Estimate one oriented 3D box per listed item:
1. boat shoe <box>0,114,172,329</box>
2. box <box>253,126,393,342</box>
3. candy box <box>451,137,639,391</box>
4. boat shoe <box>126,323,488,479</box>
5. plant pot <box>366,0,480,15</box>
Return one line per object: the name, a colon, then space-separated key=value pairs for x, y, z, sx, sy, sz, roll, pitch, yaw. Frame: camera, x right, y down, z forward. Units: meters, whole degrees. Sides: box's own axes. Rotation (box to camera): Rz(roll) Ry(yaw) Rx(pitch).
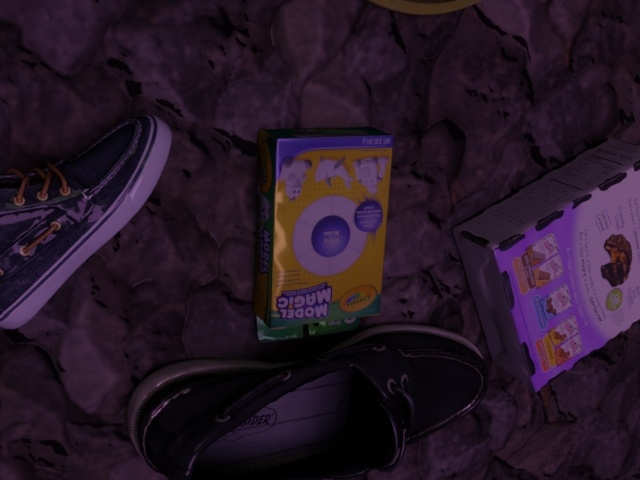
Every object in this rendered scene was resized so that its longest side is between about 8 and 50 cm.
boat shoe: x=-0.183 y=-0.027 z=0.527 sx=0.183 sy=0.065 sz=0.083 roll=-49 pitch=131 yaw=-2
box: x=0.000 y=0.000 z=0.647 sx=0.105 sy=0.043 sz=0.179 roll=-6 pitch=111 yaw=-25
candy box: x=0.242 y=0.020 z=0.759 sx=0.196 sy=0.070 sz=0.165 roll=-29 pitch=117 yaw=-15
boat shoe: x=0.019 y=0.148 z=0.665 sx=0.339 sy=0.113 sz=0.127 roll=3 pitch=106 yaw=-27
plant pot: x=0.140 y=-0.279 z=0.499 sx=0.276 sy=0.254 sz=0.276 roll=-9 pitch=111 yaw=-25
